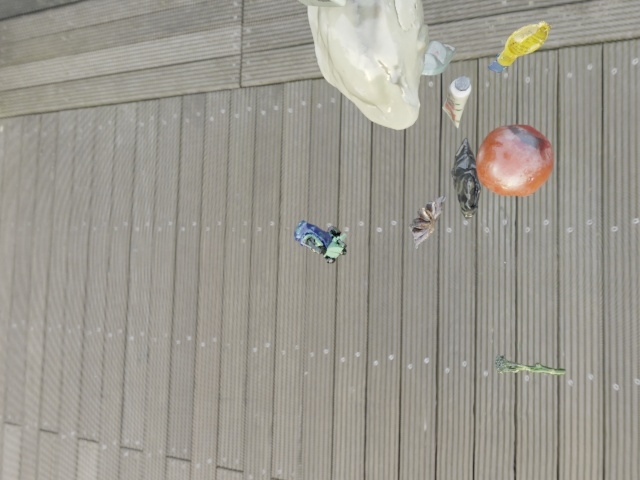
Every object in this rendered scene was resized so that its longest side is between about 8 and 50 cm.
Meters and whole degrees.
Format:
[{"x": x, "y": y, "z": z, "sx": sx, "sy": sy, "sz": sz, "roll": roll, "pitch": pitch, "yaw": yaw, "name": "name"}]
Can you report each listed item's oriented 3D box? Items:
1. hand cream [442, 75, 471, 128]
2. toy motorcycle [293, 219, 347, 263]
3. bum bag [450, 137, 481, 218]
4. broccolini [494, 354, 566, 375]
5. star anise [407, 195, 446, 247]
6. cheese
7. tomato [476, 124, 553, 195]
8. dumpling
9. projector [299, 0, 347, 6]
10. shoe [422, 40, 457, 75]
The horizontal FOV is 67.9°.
[{"x": 0.358, "y": -0.366, "z": 1.258, "sx": 0.050, "sy": 0.234, "sz": 0.080, "roll": -31, "pitch": 79, "yaw": 3, "name": "hand cream"}, {"x": 0.000, "y": 0.000, "z": 2.033, "sx": 0.196, "sy": 0.331, "sz": 0.125, "roll": 42, "pitch": 105, "yaw": 20, "name": "toy motorcycle"}, {"x": 0.500, "y": -0.222, "z": 1.642, "sx": 0.095, "sy": 0.341, "sz": 0.144, "roll": -1, "pitch": 131, "yaw": 15, "name": "bum bag"}, {"x": 0.684, "y": 0.421, "z": 1.561, "sx": 0.216, "sy": 0.067, "sz": 0.058, "roll": 7, "pitch": 128, "yaw": 7, "name": "broccolini"}, {"x": 0.369, "y": -0.071, "z": 1.653, "sx": 0.065, "sy": 0.195, "sz": 0.182, "roll": 31, "pitch": 63, "yaw": 33, "name": "star anise"}, {"x": 0.735, "y": -0.718, "z": 1.769, "sx": 0.250, "sy": 0.156, "sz": 0.064, "roll": -39, "pitch": 52, "yaw": 49, "name": "cheese"}, {"x": 0.549, "y": -0.230, "z": 1.343, "sx": 0.208, "sy": 0.208, "sz": 0.185, "roll": 21, "pitch": 128, "yaw": 21, "name": "tomato"}, {"x": 0.052, "y": -0.331, "z": 0.757, "sx": 0.242, "sy": 0.187, "sz": 0.319, "roll": 0, "pitch": 97, "yaw": 49, "name": "dumpling"}, {"x": -0.031, "y": -0.344, "z": 0.586, "sx": 0.061, "sy": 0.115, "sz": 0.147, "roll": -67, "pitch": 29, "yaw": 16, "name": "projector"}, {"x": 0.461, "y": -0.736, "z": 1.881, "sx": 0.103, "sy": 0.251, "sz": 0.100, "roll": 23, "pitch": 140, "yaw": 28, "name": "shoe"}]
